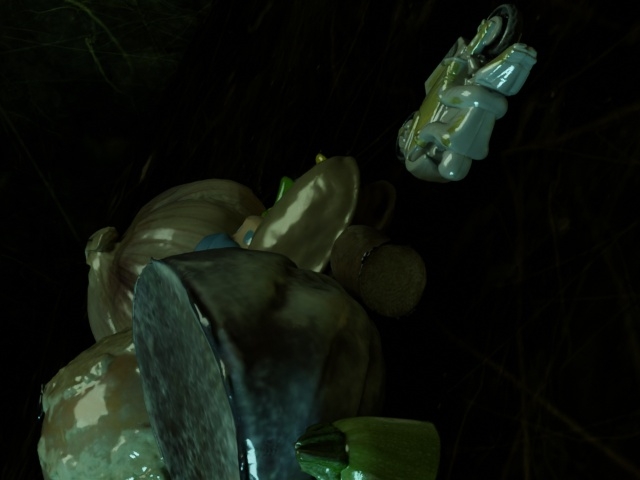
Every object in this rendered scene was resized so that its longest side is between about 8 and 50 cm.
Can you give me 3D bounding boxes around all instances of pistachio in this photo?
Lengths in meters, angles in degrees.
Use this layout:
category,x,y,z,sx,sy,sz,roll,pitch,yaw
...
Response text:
category,x,y,z,sx,sy,sz,roll,pitch,yaw
pistachio,0.000,0.000,1.448,0.206,0.129,0.131,-51,33,23

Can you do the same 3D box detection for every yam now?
category,x,y,z,sx,sy,sz,roll,pitch,yaw
yam,0.059,0.031,1.332,0.084,0.084,0.127,-66,15,3

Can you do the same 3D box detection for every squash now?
category,x,y,z,sx,sy,sz,roll,pitch,yaw
squash,0.028,0.192,1.137,0.105,0.132,0.105,-51,26,37

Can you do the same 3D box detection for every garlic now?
category,x,y,z,sx,sy,sz,roll,pitch,yaw
garlic,-0.194,0.057,1.798,0.322,0.241,0.322,-22,58,40

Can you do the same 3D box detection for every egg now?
category,x,y,z,sx,sy,sz,roll,pitch,yaw
egg,-0.206,0.238,1.513,0.279,0.279,0.310,-87,15,-46

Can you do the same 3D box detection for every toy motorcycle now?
category,x,y,z,sx,sy,sz,roll,pitch,yaw
toy motorcycle,0.142,-0.131,1.294,0.228,0.074,0.151,-48,29,40

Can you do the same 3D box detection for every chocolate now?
category,x,y,z,sx,sy,sz,roll,pitch,yaw
chocolate,-0.047,0.140,1.280,0.303,0.213,0.303,44,140,52

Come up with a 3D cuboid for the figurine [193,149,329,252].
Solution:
category,x,y,z,sx,sy,sz,roll,pitch,yaw
figurine,-0.056,0.008,1.597,0.263,0.143,0.162,-50,25,-2
